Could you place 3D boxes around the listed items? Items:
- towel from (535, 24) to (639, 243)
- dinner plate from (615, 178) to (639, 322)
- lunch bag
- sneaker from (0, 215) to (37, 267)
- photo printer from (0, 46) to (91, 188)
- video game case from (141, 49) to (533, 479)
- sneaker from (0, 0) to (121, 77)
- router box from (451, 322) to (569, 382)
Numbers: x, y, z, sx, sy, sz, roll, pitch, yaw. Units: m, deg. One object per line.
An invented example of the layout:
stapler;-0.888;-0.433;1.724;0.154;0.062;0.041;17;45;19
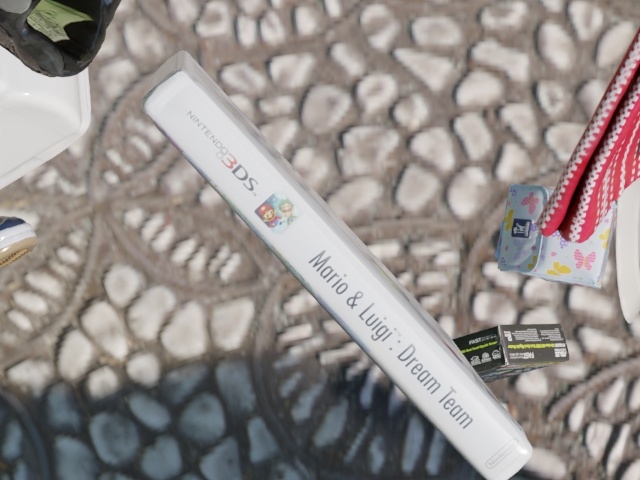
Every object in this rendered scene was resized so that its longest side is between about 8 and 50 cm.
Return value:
towel;0.225;-0.121;0.902;0.031;0.198;0.275;35;39;16
dinner plate;0.261;-0.002;1.332;0.017;0.141;0.141;0;60;21
lunch bag;0.179;-0.003;1.235;0.083;0.053;0.071;12;89;16
sneaker;-0.415;-0.017;1.603;0.282;0.099;0.153;-18;90;29
photo printer;-0.290;-0.172;1.193;0.256;0.107;0.307;-26;58;30
video game case;0.000;0.000;0.504;0.019;0.157;0.143;-42;99;3
sneaker;-0.085;-0.072;0.373;0.188;0.078;0.067;-2;24;30
router box;0.157;0.104;1.474;0.092;0.122;0.038;-19;78;33
